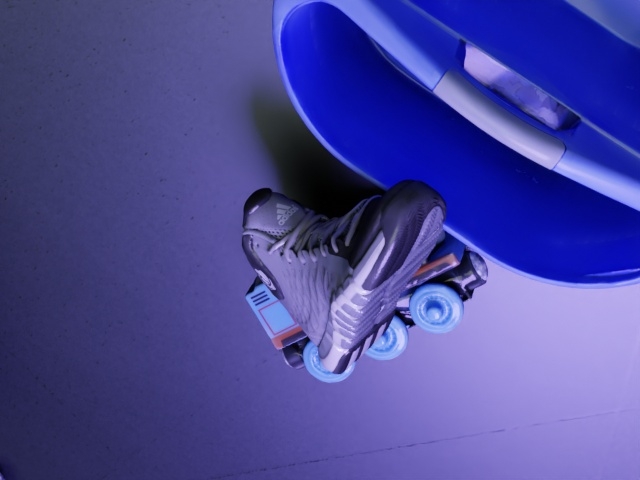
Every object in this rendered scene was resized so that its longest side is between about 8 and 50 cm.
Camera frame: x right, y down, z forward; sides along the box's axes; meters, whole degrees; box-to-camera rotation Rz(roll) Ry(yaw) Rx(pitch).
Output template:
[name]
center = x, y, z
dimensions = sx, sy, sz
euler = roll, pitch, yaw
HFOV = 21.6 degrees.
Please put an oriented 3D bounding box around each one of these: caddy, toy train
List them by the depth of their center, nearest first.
[caddy]
center = 0.135, -0.117, 1.120
dimensions = 0.341, 0.179, 0.241
euler = 33, 127, -3
[toy train]
center = 0.036, 0.036, 1.303
dimensions = 0.184, 0.080, 0.105
euler = -26, 105, 22

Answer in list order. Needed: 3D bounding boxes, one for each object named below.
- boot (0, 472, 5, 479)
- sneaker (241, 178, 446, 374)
[boot]
center = -0.360, 0.263, 1.499
dimensions = 0.190, 0.069, 0.086
euler = -10, 113, 13
[sneaker]
center = 0.000, 0.000, 1.179
dimensions = 0.132, 0.086, 0.229
euler = 43, 149, 12
